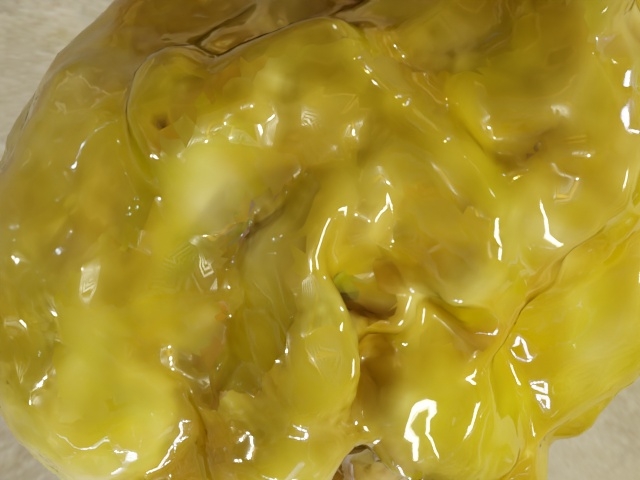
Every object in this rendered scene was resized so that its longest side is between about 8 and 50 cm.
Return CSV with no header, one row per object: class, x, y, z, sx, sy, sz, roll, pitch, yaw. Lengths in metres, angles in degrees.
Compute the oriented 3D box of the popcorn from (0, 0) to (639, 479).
popcorn,-0.003,0.001,0.500,0.190,0.191,0.253,17,102,-44
